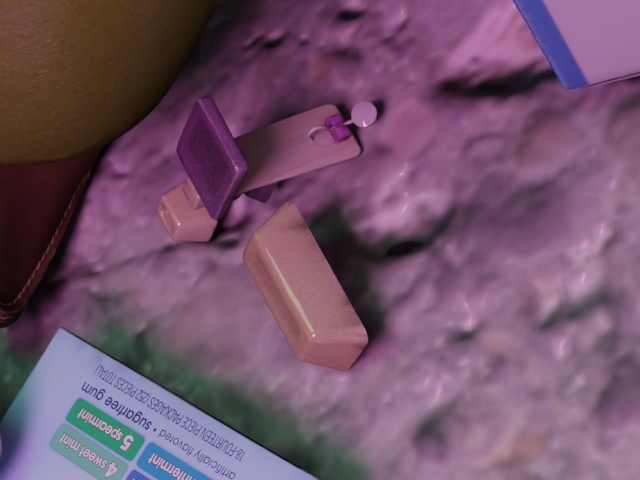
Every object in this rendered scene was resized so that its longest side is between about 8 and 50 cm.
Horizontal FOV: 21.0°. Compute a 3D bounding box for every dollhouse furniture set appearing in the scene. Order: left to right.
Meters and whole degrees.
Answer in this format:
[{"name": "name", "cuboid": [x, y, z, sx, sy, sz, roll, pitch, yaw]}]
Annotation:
[{"name": "dollhouse furniture set", "cuboid": [0.000, 0.000, 0.700, 0.081, 0.091, 0.114, -20, 70, -27]}]

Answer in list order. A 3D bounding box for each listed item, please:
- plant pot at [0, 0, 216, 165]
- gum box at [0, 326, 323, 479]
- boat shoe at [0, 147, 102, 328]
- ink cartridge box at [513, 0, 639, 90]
[{"name": "plant pot", "cuboid": [-0.125, -0.154, 0.608, 0.275, 0.293, 0.274, -1, 63, 2]}, {"name": "gum box", "cuboid": [-0.092, 0.144, 0.655, 0.157, 0.041, 0.184, 24, 78, 42]}, {"name": "boat shoe", "cuboid": [-0.120, -0.081, 0.774, 0.095, 0.095, 0.257, -8, 60, 24]}, {"name": "ink cartridge box", "cuboid": [0.102, -0.248, 0.622, 0.129, 0.223, 0.307, -14, 57, 22]}]
